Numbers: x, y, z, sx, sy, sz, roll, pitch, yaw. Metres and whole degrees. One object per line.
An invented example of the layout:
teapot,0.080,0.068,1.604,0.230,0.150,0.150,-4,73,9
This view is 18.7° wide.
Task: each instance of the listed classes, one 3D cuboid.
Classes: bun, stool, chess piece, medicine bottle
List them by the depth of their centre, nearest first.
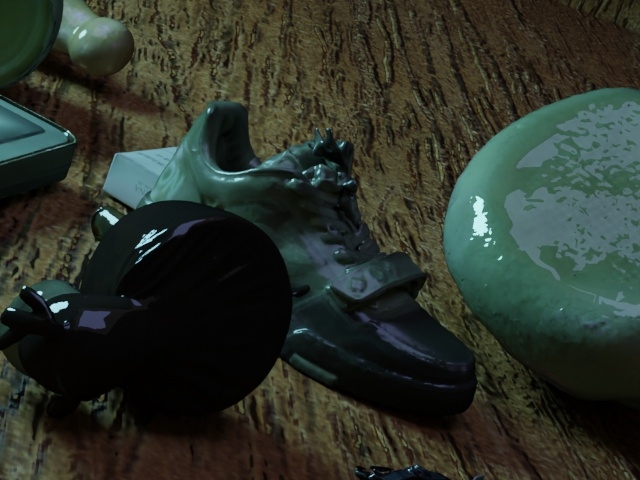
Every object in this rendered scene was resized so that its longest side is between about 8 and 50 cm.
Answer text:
stool,-0.112,0.044,1.174,0.217,0.125,0.121,-16,20,-36
bun,0.239,0.030,1.528,0.293,0.187,0.293,0,45,0
medicine bottle,-0.287,-0.203,1.612,0.147,0.147,0.143,19,16,-13
chess piece,-0.308,-0.239,1.779,0.307,0.124,0.139,32,-11,15

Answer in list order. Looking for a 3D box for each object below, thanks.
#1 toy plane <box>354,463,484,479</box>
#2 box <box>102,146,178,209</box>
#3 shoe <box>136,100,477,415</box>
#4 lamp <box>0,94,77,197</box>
toy plane,0.047,0.162,1.079,0.053,0.078,0.197,28,4,24
box,-0.095,-0.042,1.559,0.084,0.040,0.154,28,17,24
shoe,0.001,-0.001,1.378,0.293,0.149,0.109,29,17,22
lamp,-0.344,-0.098,1.404,0.269,0.047,0.266,27,18,15
